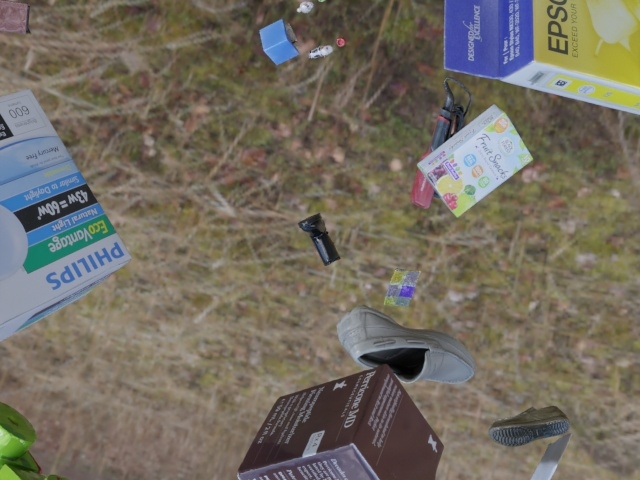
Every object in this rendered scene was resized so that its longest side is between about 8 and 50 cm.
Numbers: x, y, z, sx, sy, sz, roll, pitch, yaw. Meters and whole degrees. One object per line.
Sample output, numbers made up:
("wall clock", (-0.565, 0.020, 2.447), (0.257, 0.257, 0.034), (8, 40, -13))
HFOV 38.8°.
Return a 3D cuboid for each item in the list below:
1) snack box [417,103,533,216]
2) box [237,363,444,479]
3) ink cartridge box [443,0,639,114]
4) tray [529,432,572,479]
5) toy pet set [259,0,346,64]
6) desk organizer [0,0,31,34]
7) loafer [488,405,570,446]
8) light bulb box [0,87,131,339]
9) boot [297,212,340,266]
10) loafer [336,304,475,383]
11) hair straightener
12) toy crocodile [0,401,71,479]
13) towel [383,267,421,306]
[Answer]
("snack box", (0.225, -0.114, 1.317), (0.100, 0.141, 0.037), (49, -175, -35))
("box", (0.031, 0.306, 1.262), (0.203, 0.168, 0.167), (-23, 110, 32))
("ink cartridge box", (0.307, -0.317, 1.119), (0.307, 0.303, 0.072), (11, 157, -17))
("tray", (0.361, 0.466, 1.594), (0.030, 0.270, 0.145), (27, -160, 17))
("toy pet set", (-0.037, -0.336, 1.425), (0.114, 0.065, 0.122), (-22, 106, 19))
("desk organizer", (-0.447, -0.324, 1.315), (0.050, 0.047, 0.130), (5, -169, -15))
("loafer", (0.381, 0.338, 1.664), (0.148, 0.050, 0.056), (-8, 121, 5))
("light bulb box", (-0.589, -0.016, 1.554), (0.225, 0.358, 0.361), (-31, 91, 45))
("boot", (-0.001, 0.000, 1.723), (0.045, 0.099, 0.121), (-22, -178, 9))
("loafer", (0.165, 0.216, 1.662), (0.319, 0.111, 0.112), (20, 127, -32))
("hair straightener", (0.198, -0.163, 1.467), (0.047, 0.089, 0.230), (27, 132, 27))
("toy crocodile", (-0.304, 0.263, 0.917), (0.340, 0.115, 0.105), (34, 175, 37))
("towel", (0.158, 0.092, 1.761), (0.060, 0.083, 0.009), (8, -156, -28))
